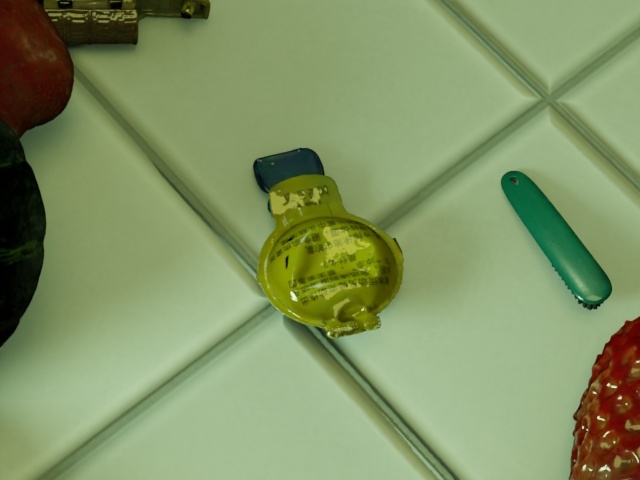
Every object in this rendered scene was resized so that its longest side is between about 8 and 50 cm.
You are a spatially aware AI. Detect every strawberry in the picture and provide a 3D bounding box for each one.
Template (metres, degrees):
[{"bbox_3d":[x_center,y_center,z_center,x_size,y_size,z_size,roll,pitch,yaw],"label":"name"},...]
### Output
[{"bbox_3d":[0.350,0.186,1.499,0.280,0.150,0.253,-15,65,-15],"label":"strawberry"}]

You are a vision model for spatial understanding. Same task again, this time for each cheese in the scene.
[{"bbox_3d":[0.000,0.000,1.603,0.156,0.064,0.250,-12,56,-13],"label":"cheese"}]

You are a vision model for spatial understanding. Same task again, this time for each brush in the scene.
[{"bbox_3d":[0.252,0.000,1.651,0.043,0.032,0.193,-24,56,-12],"label":"brush"}]

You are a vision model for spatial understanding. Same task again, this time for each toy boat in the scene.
[{"bbox_3d":[-0.237,-0.260,1.711,0.226,0.068,0.088,0,68,-9],"label":"toy boat"}]

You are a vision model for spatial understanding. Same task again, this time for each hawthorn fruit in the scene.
[{"bbox_3d":[-0.359,-0.195,1.579,0.185,0.202,0.185,-15,34,10],"label":"hawthorn fruit"}]

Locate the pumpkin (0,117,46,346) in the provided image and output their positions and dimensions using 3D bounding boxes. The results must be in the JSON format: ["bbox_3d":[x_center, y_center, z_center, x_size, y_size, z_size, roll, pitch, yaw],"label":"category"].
[{"bbox_3d":[-0.418,-0.011,1.439,0.323,0.241,0.323,2,99,15],"label":"pumpkin"}]
